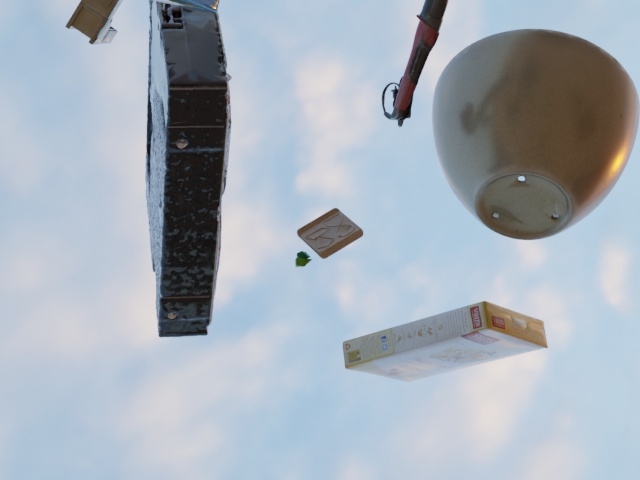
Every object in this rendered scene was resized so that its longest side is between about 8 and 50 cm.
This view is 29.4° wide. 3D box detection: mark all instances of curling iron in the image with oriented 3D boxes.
[{"bbox_3d":[0.130,-0.272,1.538,0.035,0.068,0.274,8,-63,-19],"label":"curling iron"}]

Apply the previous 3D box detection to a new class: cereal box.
[{"bbox_3d":[0.176,0.147,1.726,0.173,0.240,0.047,18,-120,-49],"label":"cereal box"}]

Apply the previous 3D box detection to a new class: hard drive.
[{"bbox_3d":[-0.141,-0.096,1.251,0.064,0.339,0.237,-2,-136,-11],"label":"hard drive"}]

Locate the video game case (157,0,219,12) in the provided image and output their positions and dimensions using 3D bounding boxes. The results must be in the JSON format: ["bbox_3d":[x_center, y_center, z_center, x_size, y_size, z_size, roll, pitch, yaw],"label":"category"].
[{"bbox_3d":[-0.164,-0.196,0.877,0.166,0.119,0.015,5,-80,-64],"label":"video game case"}]

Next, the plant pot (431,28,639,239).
[{"bbox_3d":[0.280,-0.112,1.633,0.284,0.284,0.191,38,-136,-26],"label":"plant pot"}]

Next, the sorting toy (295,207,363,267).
[{"bbox_3d":[0.000,0.000,1.350,0.083,0.062,0.012,-31,-50,-12],"label":"sorting toy"}]

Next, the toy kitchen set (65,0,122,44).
[{"bbox_3d":[-0.230,-0.254,1.243,0.068,0.075,0.083,34,-79,-1],"label":"toy kitchen set"}]
